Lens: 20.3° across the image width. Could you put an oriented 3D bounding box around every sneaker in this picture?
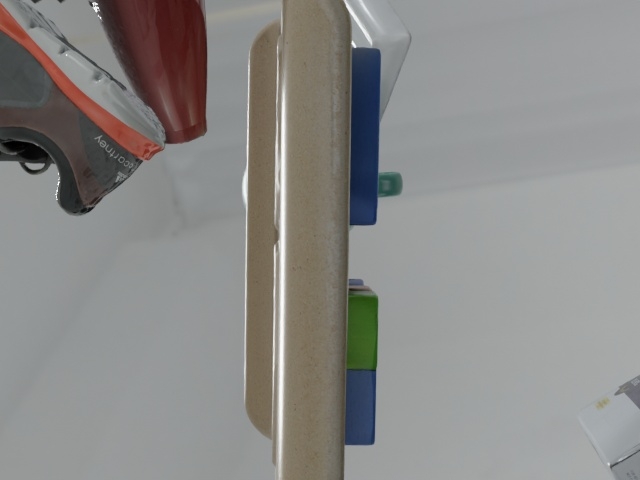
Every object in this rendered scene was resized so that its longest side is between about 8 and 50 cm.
[{"bbox_3d":[-0.136,-0.068,0.745,0.065,0.158,0.061,-51,-27,3],"label":"sneaker"}]

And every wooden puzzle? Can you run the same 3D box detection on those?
[{"bbox_3d":[0.000,0.000,1.200,0.348,0.080,0.322,-156,67,-83],"label":"wooden puzzle"}]

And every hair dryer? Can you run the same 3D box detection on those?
[{"bbox_3d":[-0.166,-0.196,1.287,0.080,0.223,0.293,-32,-99,-33],"label":"hair dryer"}]

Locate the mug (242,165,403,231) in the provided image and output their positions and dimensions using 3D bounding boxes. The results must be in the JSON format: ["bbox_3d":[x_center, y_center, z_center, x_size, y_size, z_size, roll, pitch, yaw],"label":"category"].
[{"bbox_3d":[-0.006,-0.061,1.873,0.129,0.158,0.097,54,180,-5],"label":"mug"}]

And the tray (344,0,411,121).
[{"bbox_3d":[0.022,-0.233,1.989,0.270,0.030,0.145,-118,39,-49],"label":"tray"}]

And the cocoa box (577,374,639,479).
[{"bbox_3d":[0.434,0.241,1.872,0.231,0.228,0.347,59,-176,-1],"label":"cocoa box"}]
